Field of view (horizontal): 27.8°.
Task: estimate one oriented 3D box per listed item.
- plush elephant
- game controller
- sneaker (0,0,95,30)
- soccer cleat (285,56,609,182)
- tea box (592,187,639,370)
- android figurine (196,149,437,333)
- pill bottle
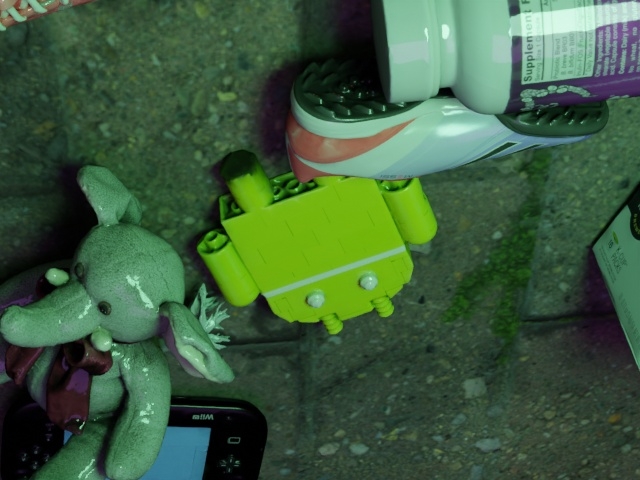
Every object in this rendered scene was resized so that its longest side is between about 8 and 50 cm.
[{"bbox_3d":[-0.226,0.088,1.293,0.330,0.272,0.255,-29,153,-23],"label":"plush elephant"},{"bbox_3d":[-0.227,0.254,1.582,0.319,0.067,0.166,3,133,-13],"label":"game controller"},{"bbox_3d":[-0.285,-0.205,1.082,0.313,0.136,0.116,-11,135,1],"label":"sneaker"},{"bbox_3d":[0.121,-0.113,1.252,0.318,0.109,0.116,-3,141,-15],"label":"soccer cleat"},{"bbox_3d":[0.530,0.008,1.357,0.329,0.220,0.324,13,130,-21],"label":"tea box"},{"bbox_3d":[0.000,0.000,1.383,0.248,0.056,0.273,-18,132,8],"label":"android figurine"},{"bbox_3d":[0.200,-0.200,1.140,0.301,0.169,0.169,-7,134,-1],"label":"pill bottle"}]
